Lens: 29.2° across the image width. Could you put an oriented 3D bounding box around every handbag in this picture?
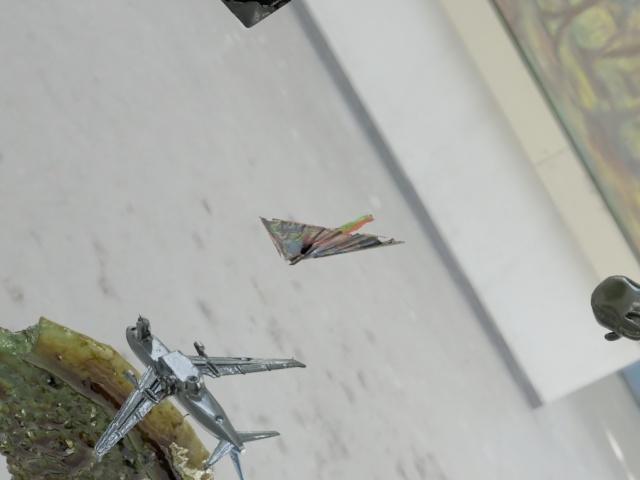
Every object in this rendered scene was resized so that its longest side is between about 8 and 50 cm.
[{"bbox_3d":[0.336,0.080,1.322,0.047,0.072,0.111,45,-6,-36],"label":"handbag"}]

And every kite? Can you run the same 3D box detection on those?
[{"bbox_3d":[0.000,0.000,1.619,0.241,0.183,0.014,13,61,-39],"label":"kite"}]

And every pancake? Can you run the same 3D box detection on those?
[{"bbox_3d":[-0.280,0.263,1.497,0.067,0.304,0.427,-77,169,-50],"label":"pancake"}]

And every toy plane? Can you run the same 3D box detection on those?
[{"bbox_3d":[-0.129,0.140,1.169,0.226,0.226,0.058,46,-36,35],"label":"toy plane"}]

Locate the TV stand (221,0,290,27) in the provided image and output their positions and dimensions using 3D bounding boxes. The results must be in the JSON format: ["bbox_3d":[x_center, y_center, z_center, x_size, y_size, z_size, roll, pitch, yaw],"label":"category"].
[{"bbox_3d":[-0.103,-0.219,0.652,0.249,0.036,0.042,46,34,-27],"label":"TV stand"}]
